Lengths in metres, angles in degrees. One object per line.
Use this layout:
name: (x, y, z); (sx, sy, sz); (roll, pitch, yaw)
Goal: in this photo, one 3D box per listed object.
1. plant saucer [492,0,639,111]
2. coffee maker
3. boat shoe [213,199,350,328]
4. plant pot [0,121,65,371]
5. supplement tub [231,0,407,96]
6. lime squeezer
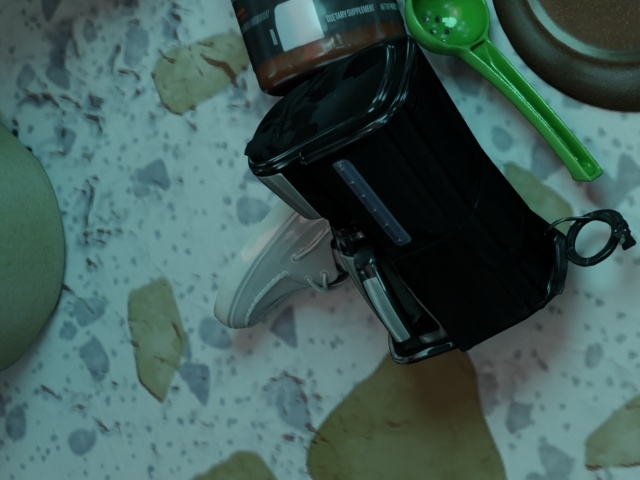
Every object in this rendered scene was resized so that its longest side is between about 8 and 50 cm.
plant saucer: (0.191, -0.178, 1.074); (0.199, 0.036, 0.198); (3, 97, 26)
coffee maker: (0.069, -0.035, 1.071); (0.171, 0.120, 0.178); (-34, 118, 6)
boat shoe: (0.000, 0.000, 1.175); (0.063, 0.066, 0.184); (44, 102, 16)
plant pot: (-0.352, 0.013, 1.204); (0.334, 0.305, 0.333); (3, 97, 25)
supplement tub: (-0.019, -0.201, 1.133); (0.106, 0.106, 0.198); (-20, 88, 26)
lime squeezer: (0.081, -0.176, 1.076); (0.059, 0.110, 0.310); (-26, 108, -16)
